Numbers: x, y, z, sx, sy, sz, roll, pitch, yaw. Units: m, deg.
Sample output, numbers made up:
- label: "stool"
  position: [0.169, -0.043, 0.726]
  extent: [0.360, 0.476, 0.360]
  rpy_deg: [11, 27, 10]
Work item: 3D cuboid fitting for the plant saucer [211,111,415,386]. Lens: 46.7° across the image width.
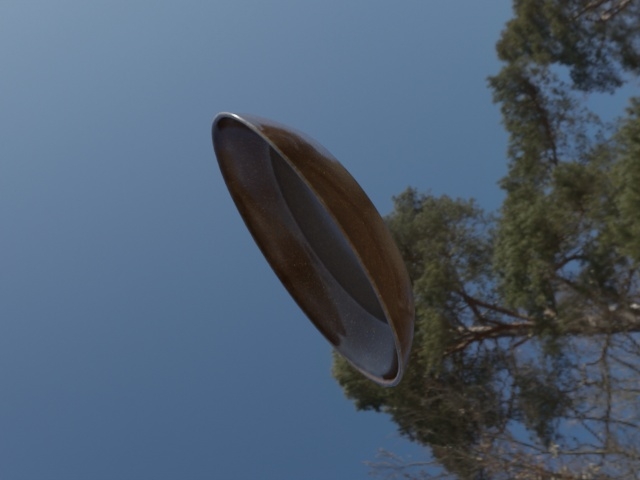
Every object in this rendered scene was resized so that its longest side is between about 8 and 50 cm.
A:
- label: "plant saucer"
  position: [0.000, 0.000, 0.466]
  extent: [0.036, 0.198, 0.199]
  rpy_deg: [-34, -90, -16]
